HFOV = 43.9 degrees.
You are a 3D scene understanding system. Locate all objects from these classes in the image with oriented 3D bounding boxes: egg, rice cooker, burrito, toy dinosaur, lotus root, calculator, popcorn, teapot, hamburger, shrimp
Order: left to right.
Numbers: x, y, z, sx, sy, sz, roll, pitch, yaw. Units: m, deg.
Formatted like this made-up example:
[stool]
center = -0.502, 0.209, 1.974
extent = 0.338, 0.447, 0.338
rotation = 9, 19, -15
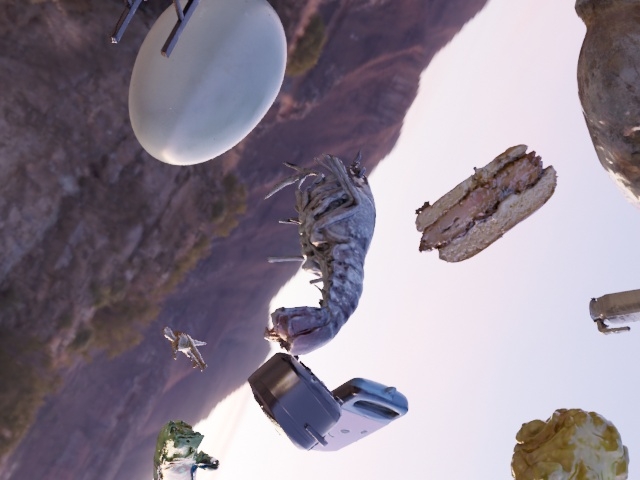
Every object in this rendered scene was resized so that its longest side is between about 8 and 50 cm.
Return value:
[toy dinosaur]
center = -0.276, 0.199, 1.604
extent = 0.039, 0.126, 0.162
rotation = -32, -162, 6
[burrito]
center = -0.212, 0.353, 1.258
extent = 0.288, 0.104, 0.054
rotation = 106, -11, -54
[egg]
center = -0.184, -0.272, 1.297
extent = 0.230, 0.230, 0.370
rotation = -55, -171, 51
[rice cooker]
center = -0.038, 0.243, 1.200
extent = 0.106, 0.165, 0.112
rotation = -47, -145, -5
[shrimp]
center = 0.004, -0.001, 1.141
extent = 0.410, 0.166, 0.221
rotation = -93, -166, -47
[calculator]
center = 0.056, 0.373, 1.684
extent = 0.293, 0.173, 0.051
rotation = -38, -140, 33
[hamburger]
center = 0.354, -0.080, 1.688
extent = 0.282, 0.155, 0.245
rotation = -40, 173, 40
[popcorn]
center = 0.537, 0.501, 1.778
extent = 0.250, 0.235, 0.241
rotation = -29, 155, -31
[teapot]
center = 0.785, 0.180, 1.999
extent = 0.200, 0.077, 0.107
rotation = -14, -122, 36
[lotus root]
center = 0.401, -0.151, 0.938
extent = 0.175, 0.349, 0.175
rotation = -31, -163, 11

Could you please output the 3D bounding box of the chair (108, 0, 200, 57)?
[chair]
center = -0.160, -0.315, 0.864
extent = 0.101, 0.084, 0.212
rotation = 80, 32, -61
